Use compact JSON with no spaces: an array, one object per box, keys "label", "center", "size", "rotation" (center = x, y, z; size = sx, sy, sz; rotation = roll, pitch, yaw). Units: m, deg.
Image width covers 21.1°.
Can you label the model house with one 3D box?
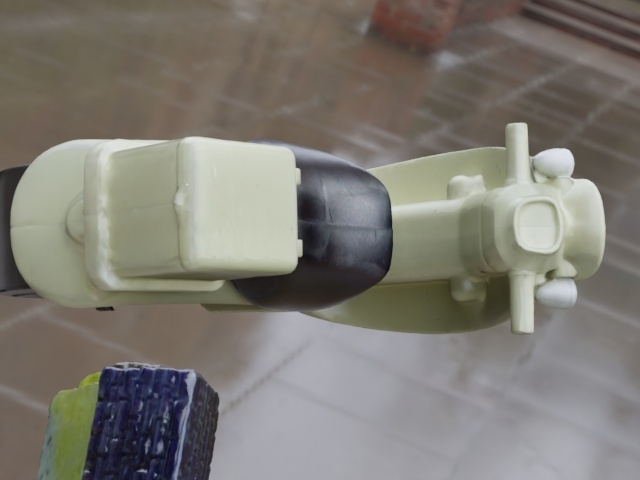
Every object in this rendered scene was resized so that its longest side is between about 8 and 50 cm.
[{"label":"model house","center":[-0.142,0.210,1.535],"size":[0.170,0.194,0.211],"rotation":[19,-20,-24]}]

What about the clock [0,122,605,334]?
[{"label":"clock","center":[0.000,0.000,1.006],"size":[0.379,0.120,0.276],"rotation":[0,-4,-40]}]
